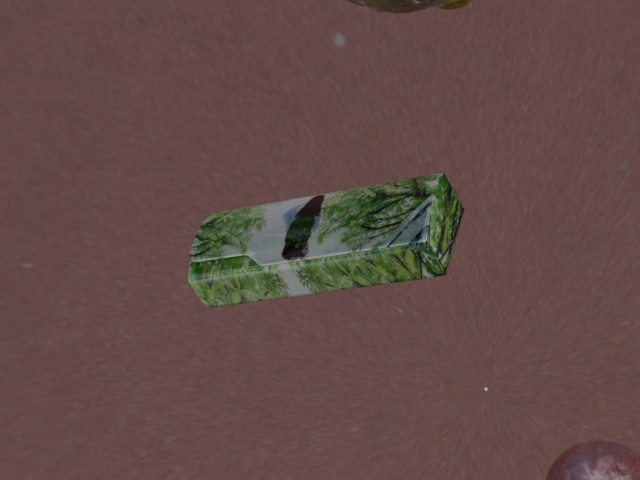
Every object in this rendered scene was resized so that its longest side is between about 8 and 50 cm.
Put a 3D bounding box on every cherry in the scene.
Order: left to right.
[{"bbox_3d":[0.264,0.229,1.264,0.106,0.126,0.087,-5,50,-4],"label":"cherry"}]

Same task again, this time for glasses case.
[{"bbox_3d":[0.000,0.000,1.331,0.272,0.062,0.095,-10,40,29],"label":"glasses case"}]

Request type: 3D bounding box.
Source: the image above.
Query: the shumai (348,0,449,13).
[{"bbox_3d":[0.105,-0.254,0.643,0.217,0.283,0.346,22,105,-23],"label":"shumai"}]

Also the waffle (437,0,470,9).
[{"bbox_3d":[0.214,-0.268,1.165,0.253,0.249,0.056,-21,93,24],"label":"waffle"}]
